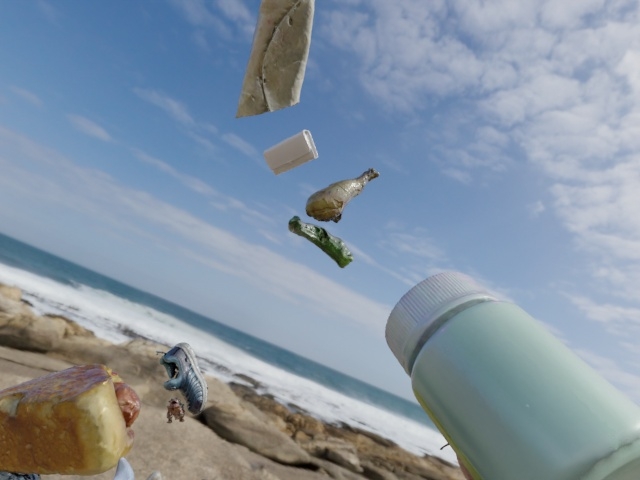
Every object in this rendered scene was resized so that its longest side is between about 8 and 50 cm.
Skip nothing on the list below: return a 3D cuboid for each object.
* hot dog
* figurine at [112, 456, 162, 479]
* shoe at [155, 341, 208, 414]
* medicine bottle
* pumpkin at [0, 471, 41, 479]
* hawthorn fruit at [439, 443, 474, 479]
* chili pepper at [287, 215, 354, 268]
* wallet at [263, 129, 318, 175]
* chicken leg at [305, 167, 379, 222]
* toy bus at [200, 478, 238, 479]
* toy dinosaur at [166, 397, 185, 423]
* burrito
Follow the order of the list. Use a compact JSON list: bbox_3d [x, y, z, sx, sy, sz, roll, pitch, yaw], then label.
[{"bbox_3d":[-0.388,0.280,0.720,0.257,0.150,0.153,-9,-1,21],"label":"hot dog"},{"bbox_3d":[-0.211,0.346,0.525,0.184,0.128,0.208,-7,-56,10],"label":"figurine"},{"bbox_3d":[-0.390,0.393,1.284,0.106,0.207,0.092,-16,-15,-48],"label":"shoe"},{"bbox_3d":[0.167,0.138,0.423,0.139,0.139,0.225,33,12,-38],"label":"medicine bottle"},{"bbox_3d":[-0.643,0.517,0.852,0.163,0.233,0.233,40,-16,-6],"label":"pumpkin"},{"bbox_3d":[0.296,0.356,0.796,0.163,0.162,0.204,29,-7,-23],"label":"hawthorn fruit"},{"bbox_3d":[-0.003,-0.004,0.985,0.182,0.050,0.073,32,17,-28],"label":"chili pepper"},{"bbox_3d":[-0.063,-0.178,0.939,0.122,0.025,0.061,-16,-76,40],"label":"wallet"},{"bbox_3d":[0.048,-0.093,0.940,0.070,0.178,0.093,41,-23,26],"label":"chicken leg"},{"bbox_3d":[-0.199,0.513,0.861,0.160,0.079,0.092,27,7,-36],"label":"toy bus"},{"bbox_3d":[-0.397,0.468,1.254,0.049,0.055,0.154,-4,-34,-16],"label":"toy dinosaur"},{"bbox_3d":[-0.052,-0.267,0.606,0.087,0.225,0.060,5,22,-25],"label":"burrito"}]
